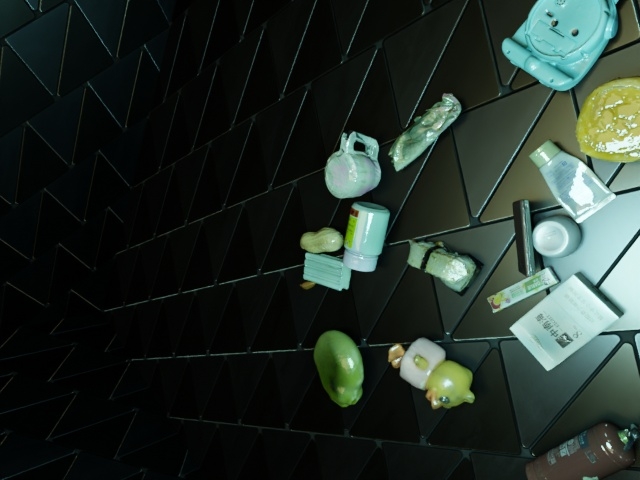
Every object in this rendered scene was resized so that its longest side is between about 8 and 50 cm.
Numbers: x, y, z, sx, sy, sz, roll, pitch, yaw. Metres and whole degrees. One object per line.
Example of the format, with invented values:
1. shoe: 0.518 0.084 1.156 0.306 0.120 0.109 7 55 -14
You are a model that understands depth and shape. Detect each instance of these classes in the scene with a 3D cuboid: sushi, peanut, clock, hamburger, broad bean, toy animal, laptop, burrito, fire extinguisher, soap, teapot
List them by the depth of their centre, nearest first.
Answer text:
1. hamburger: 0.738 -0.294 1.148 0.214 0.108 0.214 11 106 41
2. clock: 0.634 -0.554 1.220 0.223 0.094 0.274 48 124 27
3. fire extinguisher: 0.702 0.572 1.234 0.114 0.135 0.337 51 123 20
4. laptop: 0.563 -0.009 1.305 0.026 0.154 0.207 -5 90 15
5. sushi: 0.362 0.063 1.509 0.273 0.109 0.134 38 117 34
6. toy animal: 0.367 0.430 1.514 0.169 0.195 0.281 -43 53 -9
7. burrito: 0.331 -0.347 1.531 0.309 0.066 0.096 -45 67 38
8. teapot: 0.118 -0.263 1.664 0.163 0.178 0.221 -10 89 49
9. broad bean: 0.074 0.487 1.804 0.238 0.119 0.291 -34 69 48
10. peanut: 0.000 0.000 1.844 0.214 0.090 0.098 -9 81 42
11. soap: 0.025 0.118 1.849 0.198 0.063 0.114 15 102 40

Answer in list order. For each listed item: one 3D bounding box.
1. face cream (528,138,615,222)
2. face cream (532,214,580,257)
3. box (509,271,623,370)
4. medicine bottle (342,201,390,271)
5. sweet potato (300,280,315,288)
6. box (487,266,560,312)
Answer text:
1. face cream: 0.663 -0.165 1.263 0.224 0.070 0.114 52 126 11
2. face cream: 0.630 -0.009 1.264 0.117 0.104 0.117 5 98 41
3. box: 0.662 0.222 1.283 0.155 0.067 0.243 55 125 26
4. medicine bottle: 0.158 -0.015 1.667 0.139 0.139 0.225 22 108 39
5. sweet potato: -0.050 0.183 1.943 0.095 0.034 0.034 -18 82 45
6. box: 0.585 0.145 1.363 0.207 0.041 0.050 -38 66 37
